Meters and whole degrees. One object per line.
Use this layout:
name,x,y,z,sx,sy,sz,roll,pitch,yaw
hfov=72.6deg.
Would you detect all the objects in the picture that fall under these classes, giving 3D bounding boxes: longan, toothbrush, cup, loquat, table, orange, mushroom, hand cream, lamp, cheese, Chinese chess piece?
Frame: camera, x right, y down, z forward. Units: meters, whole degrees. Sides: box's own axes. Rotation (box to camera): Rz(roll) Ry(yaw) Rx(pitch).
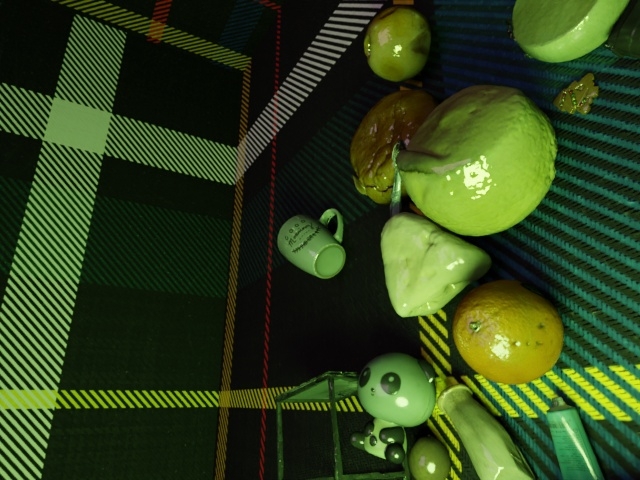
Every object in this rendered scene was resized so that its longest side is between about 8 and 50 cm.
longan,0.246,0.500,0.994,0.113,0.092,0.113,180,90,-82
toothbrush,0.199,-0.081,1.165,0.413,0.035,0.042,85,-157,-43
cup,0.000,0.000,1.577,0.258,0.186,0.234,-50,38,-4
loquat,0.235,-0.581,1.293,0.213,0.213,0.213,-31,54,55
table,0.042,0.546,1.219,0.335,0.222,0.272,-44,42,48
orange,0.345,0.168,0.814,0.206,0.206,0.206,-31,54,55
mushroom,0.328,0.400,0.874,0.096,0.108,0.247,-31,42,1
hand cream,0.439,0.383,0.737,0.083,0.048,0.224,-37,55,52
lamp,0.174,0.392,1.048,0.197,0.197,0.244,-20,45,58
cheese,0.265,0.026,1.038,0.251,0.173,0.248,-45,52,48
Chinese chess piece,0.498,-0.477,0.874,0.237,0.092,0.238,-28,57,56

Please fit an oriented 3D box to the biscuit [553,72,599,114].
biscuit,0.507,-0.288,0.870,0.092,0.016,0.082,10,90,61

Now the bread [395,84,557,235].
bread,0.329,-0.167,0.935,0.320,0.237,0.321,-30,41,29

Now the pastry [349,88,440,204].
pastry,0.215,-0.270,1.254,0.356,0.163,0.356,-38,46,54

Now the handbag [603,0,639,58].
handbag,0.596,-0.405,0.677,0.247,0.080,0.223,-67,30,20
